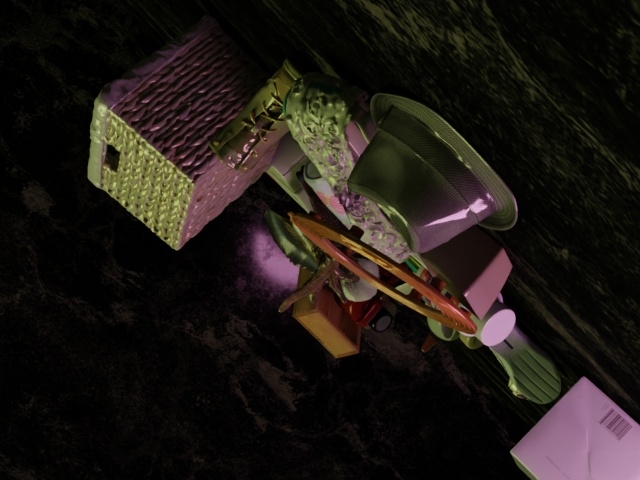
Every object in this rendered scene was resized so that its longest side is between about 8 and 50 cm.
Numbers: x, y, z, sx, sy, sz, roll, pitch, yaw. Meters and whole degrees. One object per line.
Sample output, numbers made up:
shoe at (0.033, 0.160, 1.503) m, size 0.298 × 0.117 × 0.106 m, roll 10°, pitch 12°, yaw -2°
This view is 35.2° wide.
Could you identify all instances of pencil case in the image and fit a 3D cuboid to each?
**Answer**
pencil case at (0.086, -0.070, 1.938) m, size 0.124 × 0.113 × 0.273 m, roll -4°, pitch 137°, yaw 49°

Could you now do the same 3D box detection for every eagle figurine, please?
eagle figurine at (-0.004, -0.009, 2.181) m, size 0.298 × 0.226 × 0.225 m, roll -101°, pitch 3°, yaw -56°

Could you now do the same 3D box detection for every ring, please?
ring at (0.102, 0.045, 1.565) m, size 0.336 × 0.032 × 0.336 m, roll 32°, pitch 173°, yaw 5°

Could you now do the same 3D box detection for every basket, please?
basket at (-0.272, -0.212, 2.076) m, size 0.266 × 0.331 × 0.328 m, roll 43°, pitch 150°, yaw 8°

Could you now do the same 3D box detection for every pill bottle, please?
pill bottle at (0.271, 0.111, 1.885) m, size 0.193 × 0.108 × 0.108 m, roll 42°, pitch 176°, yaw 45°

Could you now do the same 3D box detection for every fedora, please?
fedora at (0.123, -0.069, 1.305) m, size 0.244 × 0.124 × 0.275 m, roll 46°, pitch 177°, yaw -15°

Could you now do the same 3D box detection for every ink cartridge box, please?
ink cartridge box at (-0.081, -0.206, 2.391) m, size 0.207 × 0.117 × 0.283 m, roll 45°, pitch 177°, yaw 21°

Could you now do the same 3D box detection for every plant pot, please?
plant pot at (0.231, 0.039, 1.550) m, size 0.109 × 0.096 × 0.109 m, roll 45°, pitch 177°, yaw 34°

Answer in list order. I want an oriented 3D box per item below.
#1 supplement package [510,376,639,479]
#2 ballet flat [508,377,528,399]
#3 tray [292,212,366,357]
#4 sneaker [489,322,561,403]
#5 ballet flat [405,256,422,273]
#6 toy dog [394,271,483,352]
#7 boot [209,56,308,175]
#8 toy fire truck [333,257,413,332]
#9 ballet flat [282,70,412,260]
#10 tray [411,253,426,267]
supplement package at (0.501, 0.411, 1.897) m, size 0.199 × 0.198 × 0.263 m, roll 44°, pitch 176°, yaw 22°
ballet flat at (0.469, 0.322, 2.310) m, size 0.077 × 0.079 × 0.221 m, roll 45°, pitch 177°, yaw 30°
tray at (0.032, 0.063, 2.517) m, size 0.203 × 0.076 × 0.411 m, roll 47°, pitch -144°, yaw -40°
sneaker at (0.394, 0.216, 2.011) m, size 0.258 × 0.094 × 0.091 m, roll 51°, pitch -167°, yaw -23°
ballet flat at (0.185, 0.014, 2.064) m, size 0.077 × 0.077 × 0.231 m, roll 48°, pitch 175°, yaw -28°
toy dog at (0.246, 0.147, 2.220) m, size 0.334 × 0.161 × 0.220 m, roll 47°, pitch 176°, yaw -34°
boot at (-0.092, -0.202, 1.686) m, size 0.095 × 0.203 × 0.262 m, roll 45°, pitch 179°, yaw -9°
toy fire truck at (0.119, 0.085, 2.327) m, size 0.246 × 0.217 × 0.158 m, roll 36°, pitch -174°, yaw -46°
ballet flat at (0.089, -0.094, 1.517) m, size 0.147 × 0.147 × 0.409 m, roll 43°, pitch 177°, yaw 46°
tray at (0.190, -0.009, 1.722) m, size 0.270 × 0.030 × 0.145 m, roll 43°, pitch 152°, yaw 23°
